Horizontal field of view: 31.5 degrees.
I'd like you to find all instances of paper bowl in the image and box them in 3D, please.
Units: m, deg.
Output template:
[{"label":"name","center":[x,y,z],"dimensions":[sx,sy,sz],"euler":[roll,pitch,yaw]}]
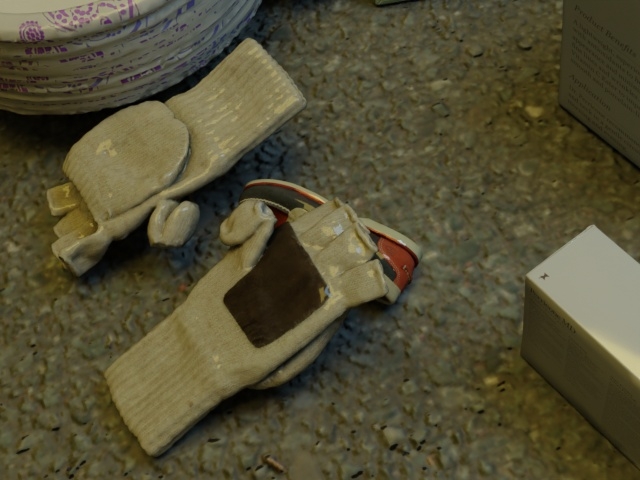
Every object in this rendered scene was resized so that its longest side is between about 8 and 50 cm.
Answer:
[{"label":"paper bowl","center":[-0.176,-0.216,0.870],"dimensions":[0.284,0.148,0.284],"euler":[-4,56,6]}]

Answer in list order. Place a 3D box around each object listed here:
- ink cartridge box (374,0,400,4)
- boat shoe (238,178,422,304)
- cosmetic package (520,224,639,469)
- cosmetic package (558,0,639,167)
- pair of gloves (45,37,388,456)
[{"label":"ink cartridge box","center":[0.146,-0.287,0.922],"dimensions":[0.235,0.056,0.171],"euler":[-9,56,1]},{"label":"boat shoe","center":[0.000,0.000,0.764],"dimensions":[0.137,0.049,0.043],"euler":[24,66,17]},{"label":"cosmetic package","center":[0.215,0.104,0.630],"dimensions":[0.060,0.099,0.239],"euler":[-36,60,-14]},{"label":"cosmetic package","center":[0.261,-0.145,0.733],"dimensions":[0.151,0.183,0.151],"euler":[-35,59,-14]},{"label":"pair of gloves","center":[-0.080,-0.007,0.745],"dimensions":[0.204,0.042,0.240],"euler":[-31,61,8]}]
